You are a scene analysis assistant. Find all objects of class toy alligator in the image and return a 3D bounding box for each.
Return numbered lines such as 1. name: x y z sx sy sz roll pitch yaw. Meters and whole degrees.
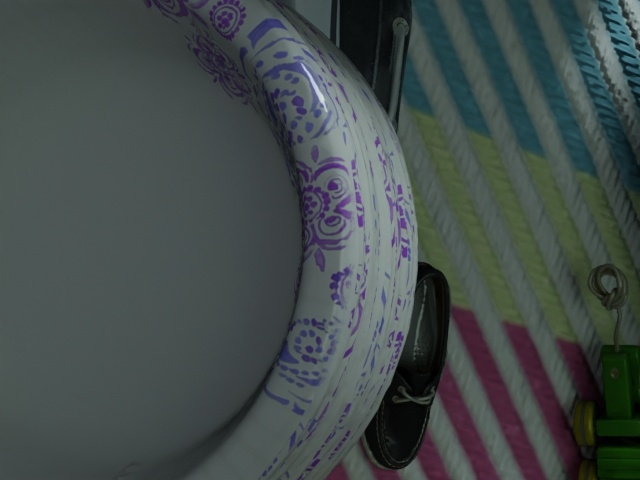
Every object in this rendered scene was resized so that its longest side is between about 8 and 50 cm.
1. toy alligator: 0.191 0.105 1.068 0.051 0.056 0.190 -19 106 -67

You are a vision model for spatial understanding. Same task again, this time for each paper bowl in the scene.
1. paper bowl: -0.090 0.009 0.814 0.148 0.284 0.284 14 88 -67

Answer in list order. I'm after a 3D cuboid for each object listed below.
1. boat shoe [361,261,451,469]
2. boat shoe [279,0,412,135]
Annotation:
1. boat shoe: 0.053 0.075 1.000 0.046 0.038 0.125 10 90 -26
2. boat shoe: 0.000 0.000 0.937 0.102 0.108 0.301 7 85 -25
